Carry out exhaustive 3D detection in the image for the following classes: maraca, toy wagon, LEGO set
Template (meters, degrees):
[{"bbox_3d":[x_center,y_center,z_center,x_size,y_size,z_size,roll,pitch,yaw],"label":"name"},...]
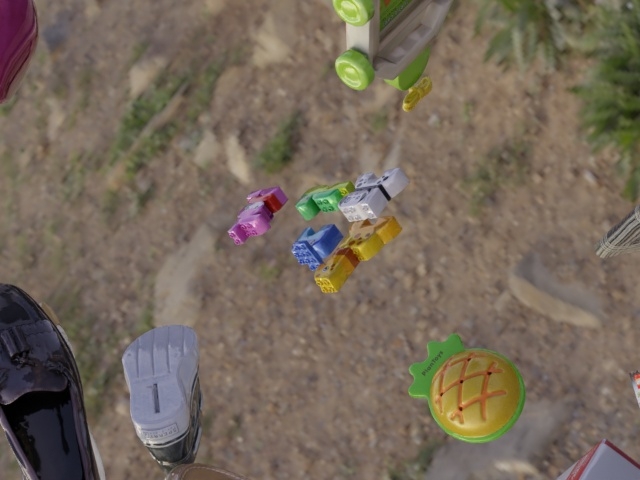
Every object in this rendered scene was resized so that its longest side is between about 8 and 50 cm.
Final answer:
[{"bbox_3d":[0.194,0.197,1.771,0.127,0.099,0.186,-50,47,-7],"label":"maraca"},{"bbox_3d":[0.114,-0.318,1.801,0.068,0.344,0.267,31,60,23],"label":"toy wagon"},{"bbox_3d":[0.000,0.000,1.331,0.227,0.087,0.093,-8,37,49],"label":"LEGO set"}]

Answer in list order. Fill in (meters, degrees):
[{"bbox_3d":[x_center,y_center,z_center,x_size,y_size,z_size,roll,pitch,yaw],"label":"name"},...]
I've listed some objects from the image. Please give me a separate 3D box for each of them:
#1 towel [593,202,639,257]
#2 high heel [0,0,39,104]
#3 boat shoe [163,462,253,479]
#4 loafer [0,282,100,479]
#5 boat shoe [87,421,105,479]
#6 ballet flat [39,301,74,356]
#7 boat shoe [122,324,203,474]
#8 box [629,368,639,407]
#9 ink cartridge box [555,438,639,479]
[{"bbox_3d":[0.605,-0.035,1.984,0.312,0.324,0.056,111,149,-73],"label":"towel"},{"bbox_3d":[-0.206,-0.083,0.744,0.244,0.082,0.117,-36,51,54],"label":"high heel"},{"bbox_3d":[-0.058,0.395,1.869,0.110,0.341,0.121,-54,13,46],"label":"boat shoe"},{"bbox_3d":[-0.295,0.181,1.410,0.109,0.302,0.095,-19,-5,-20],"label":"loafer"},{"bbox_3d":[-0.335,0.312,1.711,0.091,0.305,0.109,-18,55,-21],"label":"boat shoe"},{"bbox_3d":[-0.415,0.200,2.053,0.073,0.080,0.232,-4,57,6],"label":"ballet flat"},{"bbox_3d":[-0.242,0.245,2.042,0.121,0.119,0.335,-9,24,2],"label":"boat shoe"},{"bbox_3d":[0.462,0.178,1.502,0.036,0.207,0.114,137,119,-69],"label":"box"},{"bbox_3d":[0.344,0.394,1.636,0.114,0.197,0.273,-48,-7,-38],"label":"ink cartridge box"}]
